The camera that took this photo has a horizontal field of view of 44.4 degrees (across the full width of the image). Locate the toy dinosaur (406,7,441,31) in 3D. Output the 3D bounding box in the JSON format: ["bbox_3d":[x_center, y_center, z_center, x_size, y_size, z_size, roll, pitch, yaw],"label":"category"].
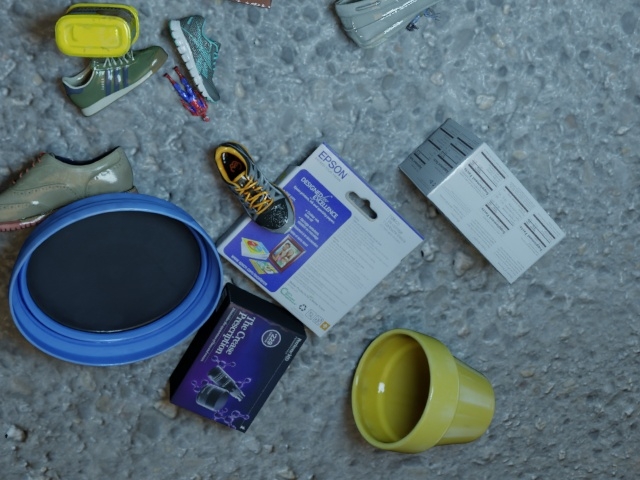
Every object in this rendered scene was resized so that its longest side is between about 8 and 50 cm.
[{"bbox_3d":[0.188,-0.432,1.462,0.090,0.047,0.082,22,88,-6],"label":"toy dinosaur"}]

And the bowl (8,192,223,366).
[{"bbox_3d":[-0.383,0.076,1.489,0.391,0.077,0.391,-12,132,-14],"label":"bowl"}]

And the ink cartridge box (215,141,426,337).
[{"bbox_3d":[0.000,0.000,1.591,0.307,0.072,0.303,-45,110,7],"label":"ink cartridge box"}]

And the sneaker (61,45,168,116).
[{"bbox_3d":[-0.372,-0.304,1.397,0.192,0.064,0.086,-33,128,8],"label":"sneaker"}]

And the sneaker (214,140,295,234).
[{"bbox_3d":[-0.131,-0.097,1.476,0.084,0.083,0.215,-42,85,8],"label":"sneaker"}]

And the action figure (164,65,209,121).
[{"bbox_3d":[-0.244,-0.268,1.462,0.038,0.030,0.115,-37,115,1],"label":"action figure"}]

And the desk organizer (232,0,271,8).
[{"bbox_3d":[-0.148,-0.452,1.393,0.130,0.047,0.050,8,113,-12],"label":"desk organizer"}]

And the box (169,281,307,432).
[{"bbox_3d":[-0.175,0.247,1.643,0.184,0.103,0.261,26,105,-21],"label":"box"}]

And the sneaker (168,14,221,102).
[{"bbox_3d":[-0.211,-0.332,1.424,0.076,0.065,0.166,-25,115,-3],"label":"sneaker"}]

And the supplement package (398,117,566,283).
[{"bbox_3d":[0.310,-0.080,1.532,0.145,0.204,0.262,-43,112,8],"label":"supplement package"}]

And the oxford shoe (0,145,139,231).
[{"bbox_3d":[-0.518,-0.099,1.443,0.348,0.123,0.130,-12,109,-15],"label":"oxford shoe"}]

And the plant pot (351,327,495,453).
[{"bbox_3d":[0.234,0.336,1.680,0.239,0.254,0.254,21,108,-33],"label":"plant pot"}]

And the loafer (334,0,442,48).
[{"bbox_3d":[0.171,-0.472,1.399,0.319,0.112,0.111,-36,128,7],"label":"loafer"}]

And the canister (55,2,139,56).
[{"bbox_3d":[-0.375,-0.356,1.326,0.126,0.170,0.073,-1,112,-9],"label":"canister"}]
